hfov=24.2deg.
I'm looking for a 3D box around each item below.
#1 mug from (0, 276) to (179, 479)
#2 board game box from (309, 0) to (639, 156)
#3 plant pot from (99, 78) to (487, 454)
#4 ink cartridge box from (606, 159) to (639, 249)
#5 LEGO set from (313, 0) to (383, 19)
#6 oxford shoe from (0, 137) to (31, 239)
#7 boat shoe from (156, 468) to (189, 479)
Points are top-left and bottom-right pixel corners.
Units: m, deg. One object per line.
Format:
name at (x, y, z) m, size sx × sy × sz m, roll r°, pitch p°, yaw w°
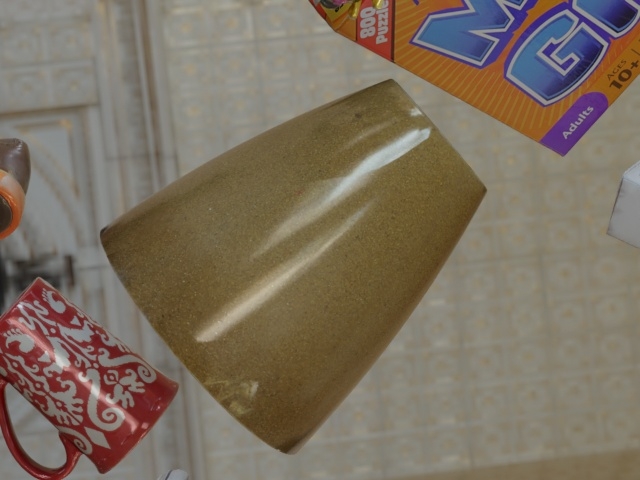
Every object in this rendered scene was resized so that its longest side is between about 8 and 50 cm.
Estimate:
mug at (-0.242, 0.135, 1.398) m, size 0.169 × 0.150 × 0.113 m, roll 43°, pitch -23°, yaw -9°
board game box at (0.170, -0.370, 1.483) m, size 0.356 × 0.356 × 0.356 m, roll -49°, pitch -134°, yaw 19°
plant pot at (0.000, 0.000, 1.183) m, size 0.237 × 0.254 × 0.237 m, roll 50°, pitch 5°, yaw -6°
ink cartridge box at (0.436, -0.024, 1.654) m, size 0.140 × 0.191 × 0.082 m, roll -32°, pitch 140°, yaw -47°
LEGO set at (0.014, -0.254, 1.106) m, size 0.287 × 0.107 × 0.132 m, roll 132°, pitch -29°, yaw -65°
oxford shoe at (-0.523, -0.049, 1.848) m, size 0.132 × 0.364 × 0.130 m, roll -83°, pitch 162°, yaw -48°
boat shoe at (-0.220, 0.328, 1.695) m, size 0.226 × 0.076 × 0.083 m, roll -58°, pitch 169°, yaw -57°
